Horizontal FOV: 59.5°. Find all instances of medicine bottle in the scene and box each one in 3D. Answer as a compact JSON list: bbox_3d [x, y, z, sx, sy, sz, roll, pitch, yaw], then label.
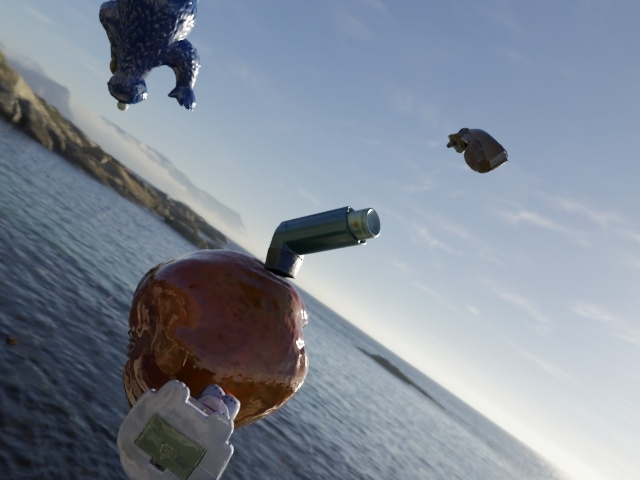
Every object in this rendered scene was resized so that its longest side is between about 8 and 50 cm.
[{"bbox_3d":[0.000,0.000,1.172,0.258,0.124,0.079,-14,-31,31],"label":"medicine bottle"}]

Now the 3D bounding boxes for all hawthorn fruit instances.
[{"bbox_3d":[-0.248,0.239,1.358,0.472,0.472,0.472,34,-5,4],"label":"hawthorn fruit"}]

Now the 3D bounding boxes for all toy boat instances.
[{"bbox_3d":[0.223,-0.134,0.817,0.149,0.049,0.047,-108,174,-65],"label":"toy boat"}]

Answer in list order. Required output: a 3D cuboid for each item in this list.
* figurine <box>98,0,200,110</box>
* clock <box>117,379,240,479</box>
[{"bbox_3d":[-0.266,-0.330,0.873,0.164,0.262,0.121,9,6,-9],"label":"figurine"},{"bbox_3d":[-0.225,0.349,1.000,0.189,0.189,0.254,34,-8,11],"label":"clock"}]
